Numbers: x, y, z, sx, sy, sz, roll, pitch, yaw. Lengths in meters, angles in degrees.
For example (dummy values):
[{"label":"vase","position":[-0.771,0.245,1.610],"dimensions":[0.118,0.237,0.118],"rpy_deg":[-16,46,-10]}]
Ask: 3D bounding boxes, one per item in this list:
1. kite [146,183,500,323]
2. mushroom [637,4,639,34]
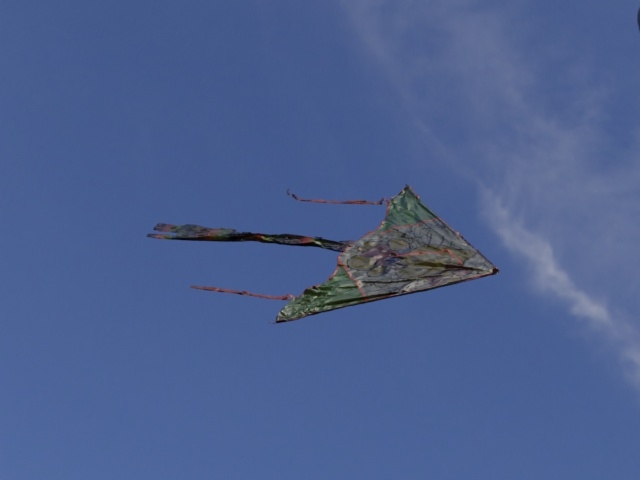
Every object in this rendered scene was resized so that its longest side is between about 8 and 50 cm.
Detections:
[{"label":"kite","position":[0.000,0.000,0.733],"dimensions":[0.244,0.198,0.006],"rpy_deg":[8,-59,23]},{"label":"mushroom","position":[0.318,-0.145,0.836],"dimensions":[0.153,0.253,0.253],"rpy_deg":[-6,-64,18]}]
